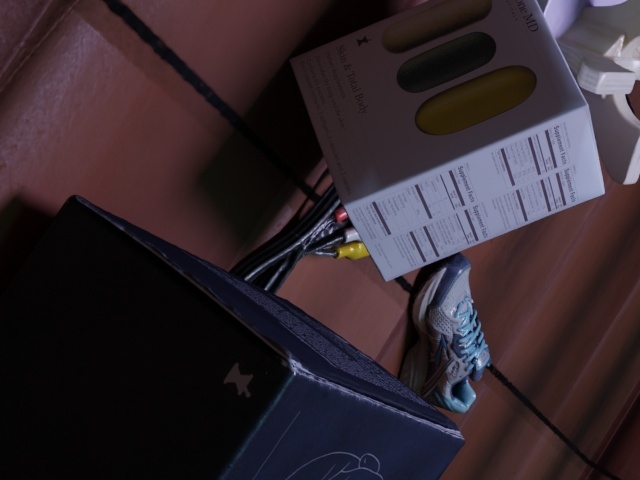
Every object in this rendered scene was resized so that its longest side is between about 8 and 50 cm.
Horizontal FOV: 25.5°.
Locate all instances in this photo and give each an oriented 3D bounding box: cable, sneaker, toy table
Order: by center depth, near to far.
[{"bbox_3d":[0.000,0.000,1.664,0.287,0.072,0.139,-35,147,-40],"label":"cable"},{"bbox_3d":[0.346,-0.216,1.688,0.252,0.161,0.274,-19,125,-38],"label":"toy table"},{"bbox_3d":[0.206,0.139,2.105,0.110,0.122,0.283,-37,146,-38],"label":"sneaker"}]

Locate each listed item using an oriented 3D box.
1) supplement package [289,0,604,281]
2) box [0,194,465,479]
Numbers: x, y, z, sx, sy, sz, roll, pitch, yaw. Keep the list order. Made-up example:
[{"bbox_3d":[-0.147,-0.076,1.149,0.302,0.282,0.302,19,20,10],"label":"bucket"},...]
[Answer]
[{"bbox_3d":[0.138,-0.122,1.519,0.263,0.199,0.198,-22,151,5],"label":"supplement package"},{"bbox_3d":[-0.161,0.275,1.389,0.480,0.297,0.472,-55,155,1],"label":"box"}]
